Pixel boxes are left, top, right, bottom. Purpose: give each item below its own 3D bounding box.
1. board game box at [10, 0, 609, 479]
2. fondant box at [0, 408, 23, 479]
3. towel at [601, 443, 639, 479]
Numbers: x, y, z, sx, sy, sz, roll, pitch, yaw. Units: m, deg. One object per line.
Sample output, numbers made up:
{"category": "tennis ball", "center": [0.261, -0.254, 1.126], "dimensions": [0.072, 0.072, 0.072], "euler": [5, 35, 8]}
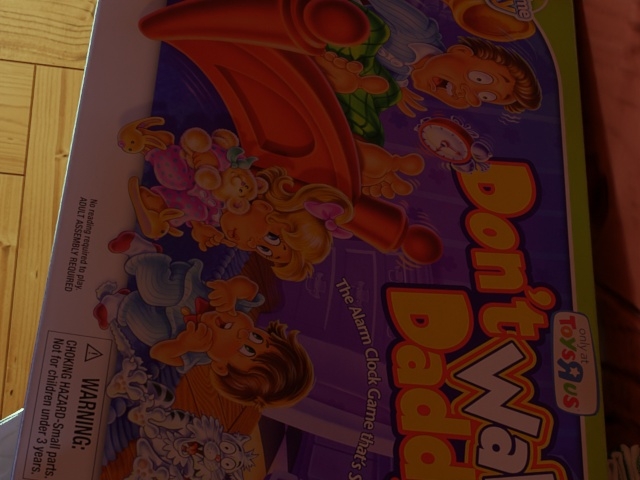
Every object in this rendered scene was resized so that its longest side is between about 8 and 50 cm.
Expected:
{"category": "board game box", "center": [0.000, 0.000, 0.599], "dimensions": [0.078, 0.233, 0.347], "euler": [114, 162, -56]}
{"category": "fondant box", "center": [-0.094, 0.255, 0.808], "dimensions": [0.238, 0.096, 0.330], "euler": [60, 179, 26]}
{"category": "towel", "center": [0.109, 0.160, 0.591], "dimensions": [0.152, 0.023, 0.113], "euler": [125, 148, -65]}
